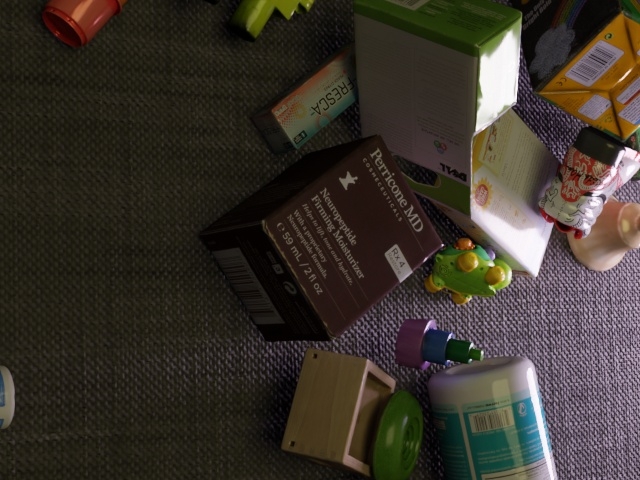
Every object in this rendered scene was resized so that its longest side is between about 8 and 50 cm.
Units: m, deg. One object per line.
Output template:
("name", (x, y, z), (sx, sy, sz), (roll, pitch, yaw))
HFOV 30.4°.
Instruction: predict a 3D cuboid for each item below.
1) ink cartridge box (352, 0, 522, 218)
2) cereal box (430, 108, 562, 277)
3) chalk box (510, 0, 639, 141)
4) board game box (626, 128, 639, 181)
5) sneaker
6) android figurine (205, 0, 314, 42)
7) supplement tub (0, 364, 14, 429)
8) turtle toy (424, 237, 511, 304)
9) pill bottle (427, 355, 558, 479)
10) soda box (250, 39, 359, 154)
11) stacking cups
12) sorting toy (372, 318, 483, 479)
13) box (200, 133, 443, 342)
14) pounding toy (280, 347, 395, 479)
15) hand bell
("ink cartridge box", (0.143, -0.181, 1.475), (0.097, 0.188, 0.255), (-38, 140, -33))
("cereal box", (0.253, -0.075, 1.628), (0.240, 0.047, 0.173), (38, 66, -44))
("chalk box", (0.401, -0.322, 1.675), (0.179, 0.180, 0.289), (23, 43, -25))
("board game box", (0.529, -0.227, 1.861), (0.136, 0.030, 0.260), (-7, 89, -34))
("sneaker", (0.382, -0.082, 1.685), (0.145, 0.090, 0.270), (-62, 163, 13))
("android figurine", (-0.057, -0.390, 1.448), (0.248, 0.056, 0.273), (37, 77, -50))
("supplement tub", (-0.384, 0.169, 1.247), (0.107, 0.071, 0.071), (1, 84, -31))
("turtle toy", (0.208, 0.040, 1.613), (0.130, 0.095, 0.066), (24, 52, -28))
("pill bottle", (0.236, 0.295, 1.564), (0.146, 0.146, 0.264), (-13, 92, -31))
("soda box", (0.000, -0.187, 1.520), (0.183, 0.058, 0.063), (-41, 106, -27))
("stacking cups", (-0.206, -0.360, 1.390), (0.096, 0.096, 0.316), (42, 65, -21))
("sorting toy", (0.138, 0.285, 1.471), (0.127, 0.126, 0.366), (14, 86, -67))
("box", (0.000, 0.000, 1.438), (0.203, 0.167, 0.168), (-39, 105, -28))
("pounding toy", (0.019, 0.258, 1.464), (0.181, 0.094, 0.206), (44, 58, -63))
("hand bell", (0.481, -0.027, 1.687), (0.126, 0.242, 0.126), (4, 83, -30))
